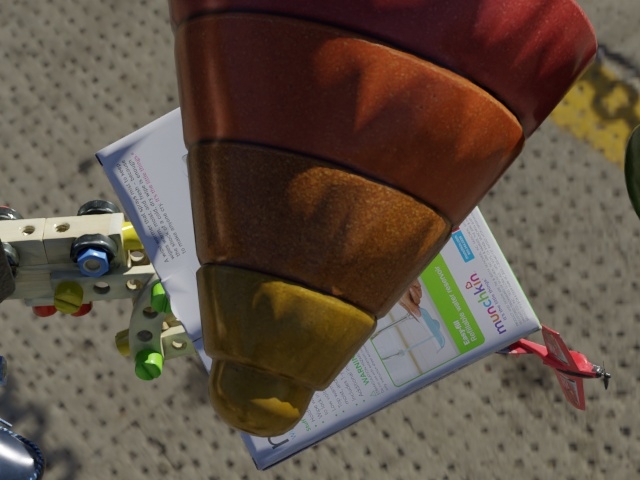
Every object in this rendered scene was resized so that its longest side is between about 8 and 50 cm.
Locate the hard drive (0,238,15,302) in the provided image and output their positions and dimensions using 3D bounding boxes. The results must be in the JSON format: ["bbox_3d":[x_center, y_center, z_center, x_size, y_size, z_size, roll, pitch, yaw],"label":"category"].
[{"bbox_3d":[-0.227,-0.028,0.816,0.022,0.094,0.135,-40,79,-18],"label":"hard drive"}]

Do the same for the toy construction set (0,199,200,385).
[{"bbox_3d":[-0.262,0.071,1.501,0.327,0.215,0.151,-14,41,-11],"label":"toy construction set"}]

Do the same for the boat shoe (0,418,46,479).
[{"bbox_3d":[-0.391,0.192,1.371,0.258,0.089,0.109,13,48,-11],"label":"boat shoe"}]

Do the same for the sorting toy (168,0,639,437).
[{"bbox_3d":[0.113,0.031,0.401,0.365,0.127,0.126,20,79,-12],"label":"sorting toy"}]

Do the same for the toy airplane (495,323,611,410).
[{"bbox_3d":[0.239,0.124,1.517,0.151,0.151,0.028,21,62,23],"label":"toy airplane"}]

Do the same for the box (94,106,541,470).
[{"bbox_3d":[0.000,0.000,1.062,0.231,0.127,0.262,-29,87,5],"label":"box"}]
